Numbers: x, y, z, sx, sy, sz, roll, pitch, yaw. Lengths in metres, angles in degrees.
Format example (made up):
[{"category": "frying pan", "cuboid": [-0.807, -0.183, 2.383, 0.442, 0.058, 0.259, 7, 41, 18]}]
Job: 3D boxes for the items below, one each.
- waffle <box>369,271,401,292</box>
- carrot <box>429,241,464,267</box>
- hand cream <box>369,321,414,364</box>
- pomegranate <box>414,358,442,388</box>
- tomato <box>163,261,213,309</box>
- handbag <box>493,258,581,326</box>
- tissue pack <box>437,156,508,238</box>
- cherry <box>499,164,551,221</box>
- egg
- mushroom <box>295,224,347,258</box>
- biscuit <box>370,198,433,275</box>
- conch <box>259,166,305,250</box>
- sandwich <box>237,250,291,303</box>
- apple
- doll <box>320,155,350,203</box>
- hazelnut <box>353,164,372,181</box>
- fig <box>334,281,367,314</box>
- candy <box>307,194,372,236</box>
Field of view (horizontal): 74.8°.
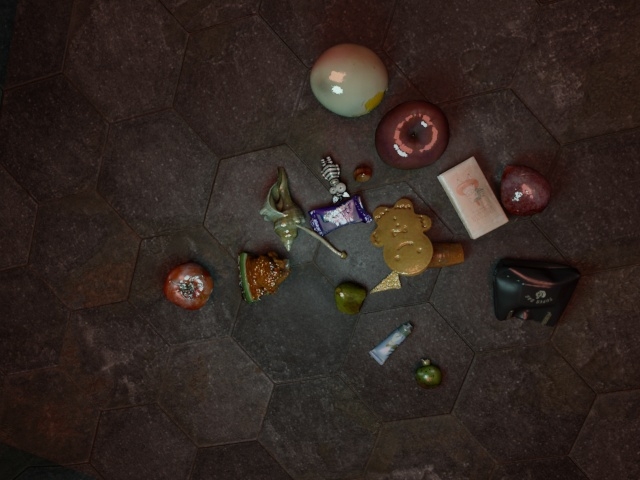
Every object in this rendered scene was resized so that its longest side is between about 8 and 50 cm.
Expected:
[{"category": "waffle", "cuboid": [0.294, 0.189, 1.957, 0.153, 0.023, 0.097, -12, 96, 10]}, {"category": "carrot", "cuboid": [0.473, 0.062, 1.861, 0.303, 0.138, 0.138, -6, 98, 7]}, {"category": "hand cream", "cuboid": [0.345, 0.483, 1.987, 0.088, 0.055, 0.256, 43, 108, 4]}, {"category": "pomegranate", "cuboid": [0.504, 0.631, 1.958, 0.131, 0.130, 0.130, 1, 99, 7]}, {"category": "tomato", "cuboid": [-0.627, 0.212, 1.998, 0.232, 0.189, 0.231, 0, 89, -24]}, {"category": "handbag", "cuboid": [0.920, 0.237, 1.829, 0.343, 0.152, 0.287, 5, 111, 7]}, {"category": "tissue pack", "cuboid": [0.663, -0.183, 1.826, 0.170, 0.071, 0.325, -29, 94, 9]}, {"category": "cherry", "cuboid": [0.843, -0.215, 1.749, 0.192, 0.175, 0.249, -33, 95, 24]}, {"category": "egg", "cuboid": [0.111, -0.650, 1.699, 0.283, 0.345, 0.282, 10, 104, 43]}, {"category": "mushroom", "cuboid": [0.002, -0.002, 1.906, 0.306, 0.068, 0.043, 35, 76, -24]}, {"category": "biscuit", "cuboid": [0.355, -0.015, 1.818, 0.276, 0.052, 0.354, -17, 64, 11]}, {"category": "conch", "cuboid": [-0.186, -0.138, 1.903, 0.170, 0.203, 0.385, -35, 68, 35]}, {"category": "sandwich", "cuboid": [-0.244, 0.146, 1.952, 0.301, 0.162, 0.250, -19, 82, 40]}, {"category": "apple", "cuboid": [0.379, -0.431, 1.743, 0.307, 0.235, 0.304, 1, 100, 5]}, {"category": "doll", "cuboid": [0.063, -0.273, 1.894, 0.091, 0.067, 0.219, -21, 97, 14]}, {"category": "hazelnut", "cuboid": [0.188, -0.300, 1.871, 0.086, 0.086, 0.085, 1, 99, 7]}, {"category": "fig", "cuboid": [0.127, 0.261, 1.930, 0.166, 0.154, 0.144, 37, 59, -32]}, {"category": "candy", "cuboid": [0.086, -0.109, 1.908, 0.276, 0.070, 0.145, -18, 106, 12]}]
